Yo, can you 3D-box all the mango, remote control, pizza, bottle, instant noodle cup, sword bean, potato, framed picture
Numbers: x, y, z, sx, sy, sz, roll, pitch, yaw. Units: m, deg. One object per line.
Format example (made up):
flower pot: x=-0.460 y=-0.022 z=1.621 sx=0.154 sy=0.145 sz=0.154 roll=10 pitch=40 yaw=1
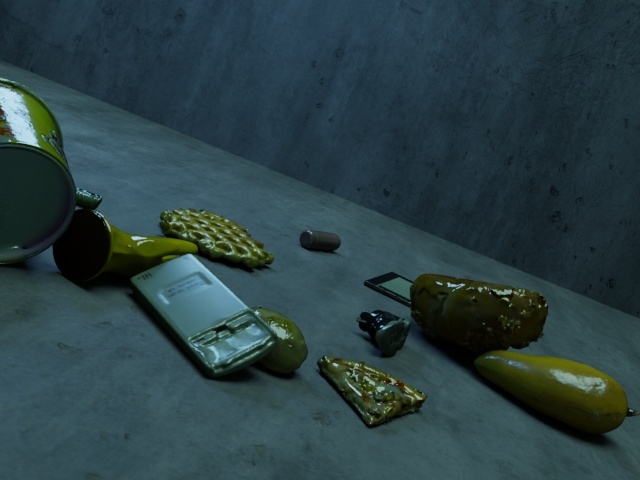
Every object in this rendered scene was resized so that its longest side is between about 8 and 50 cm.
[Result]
mango: x=0.457 y=0.286 z=1.389 sx=0.317 sy=0.119 sz=0.176 roll=17 pitch=11 yaw=25
remote control: x=-0.184 y=0.111 z=1.092 sx=0.123 sy=0.038 sz=0.285 roll=-25 pitch=39 yaw=-29
pizza: x=0.071 y=0.232 z=1.100 sx=0.184 sy=0.036 sz=0.176 roll=23 pitch=11 yaw=10
bottle: x=0.000 y=0.000 z=2.027 sx=0.053 sy=0.053 sz=0.140 roll=30 pitch=14 yaw=36
instant noodle cup: x=-0.506 y=-0.101 z=1.093 sx=0.264 sy=0.264 sz=0.200 roll=12 pitch=22 yaw=-40
sword bean: x=-0.607 y=-0.127 z=1.544 sx=0.269 sy=0.038 sz=0.043 roll=21 pitch=-14 yaw=-3
potato: x=-0.080 y=0.151 z=1.109 sx=0.138 sy=0.070 sz=0.091 roll=27 pitch=31 yaw=34
framed picture: x=0.304 y=0.170 z=1.889 sx=0.347 sy=0.016 sz=0.265 roll=25 pitch=11 yaw=18

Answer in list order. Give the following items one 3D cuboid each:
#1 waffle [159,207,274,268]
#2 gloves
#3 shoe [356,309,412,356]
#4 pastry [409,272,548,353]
waffle: x=-0.235 y=-0.010 z=1.640 sx=0.291 sy=0.051 sz=0.291 roll=20 pitch=14 yaw=-5
gloves: x=-0.316 y=0.022 z=1.248 sx=0.133 sy=0.116 sz=0.294 roll=35 pitch=10 yaw=26
shoe: x=0.118 y=0.172 z=1.401 sx=0.099 sy=0.071 sz=0.169 roll=22 pitch=7 yaw=19
pastry: x=0.340 y=0.166 z=1.560 sx=0.255 sy=0.162 sz=0.311 roll=14 pitch=-5 yaw=-36
